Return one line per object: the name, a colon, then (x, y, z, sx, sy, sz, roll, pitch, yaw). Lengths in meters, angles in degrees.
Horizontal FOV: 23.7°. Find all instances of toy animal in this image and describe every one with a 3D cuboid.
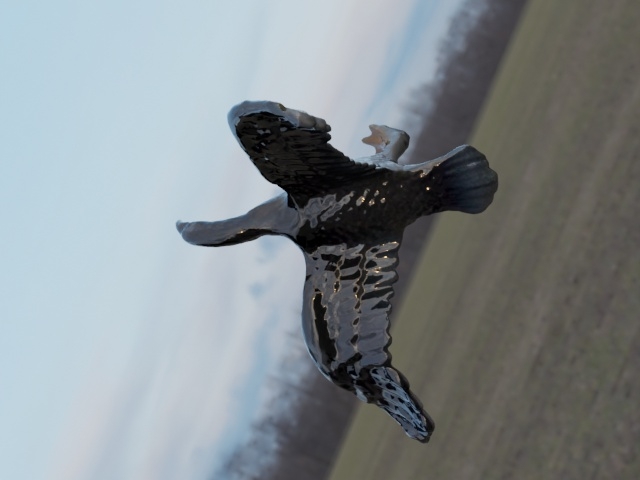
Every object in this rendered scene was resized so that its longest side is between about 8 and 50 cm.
toy animal: (0.005, -0.008, 0.977, 0.160, 0.197, 0.272, -37, -57, -34)
